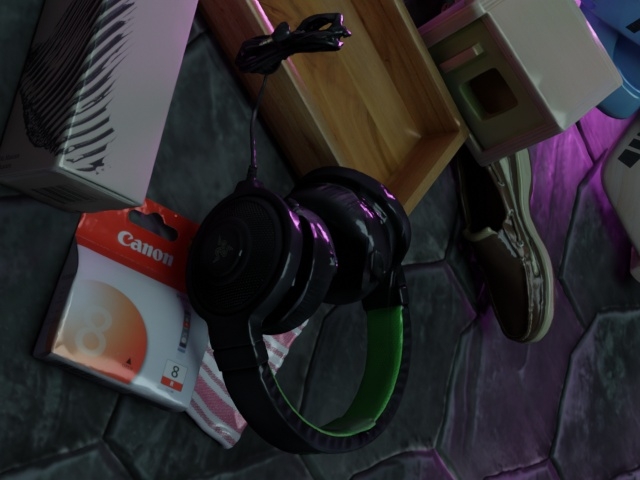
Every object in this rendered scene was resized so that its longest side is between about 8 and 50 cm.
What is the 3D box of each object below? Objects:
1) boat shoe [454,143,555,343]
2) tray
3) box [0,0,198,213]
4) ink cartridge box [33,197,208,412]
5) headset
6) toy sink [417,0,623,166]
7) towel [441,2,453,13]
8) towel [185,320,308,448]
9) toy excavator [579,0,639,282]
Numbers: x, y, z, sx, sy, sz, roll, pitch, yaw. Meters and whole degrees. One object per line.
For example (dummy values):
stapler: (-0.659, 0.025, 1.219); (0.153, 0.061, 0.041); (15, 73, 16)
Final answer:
boat shoe: (0.206, -0.002, 1.454); (0.095, 0.095, 0.257); (-3, 79, -41)
tray: (-0.002, -0.214, 1.258); (0.203, 0.076, 0.411); (-51, 121, -36)
box: (-0.183, -0.166, 1.051); (0.094, 0.113, 0.275); (26, 69, -40)
ink cartridge box: (-0.159, 0.046, 1.092); (0.145, 0.045, 0.179); (28, 68, -31)
headset: (0.000, 0.000, 1.126); (0.243, 0.185, 0.394); (-18, 94, -51)
toy sink: (0.194, -0.222, 1.364); (0.131, 0.153, 0.234); (-37, 98, -31)
towel: (0.184, -0.209, 1.480); (0.148, 0.027, 0.110); (37, 62, -36)
towel: (-0.083, 0.084, 1.195); (0.144, 0.029, 0.197); (50, 56, -30)
toy excavator: (0.442, -0.195, 1.600); (0.433, 0.445, 0.222); (34, 34, -5)
